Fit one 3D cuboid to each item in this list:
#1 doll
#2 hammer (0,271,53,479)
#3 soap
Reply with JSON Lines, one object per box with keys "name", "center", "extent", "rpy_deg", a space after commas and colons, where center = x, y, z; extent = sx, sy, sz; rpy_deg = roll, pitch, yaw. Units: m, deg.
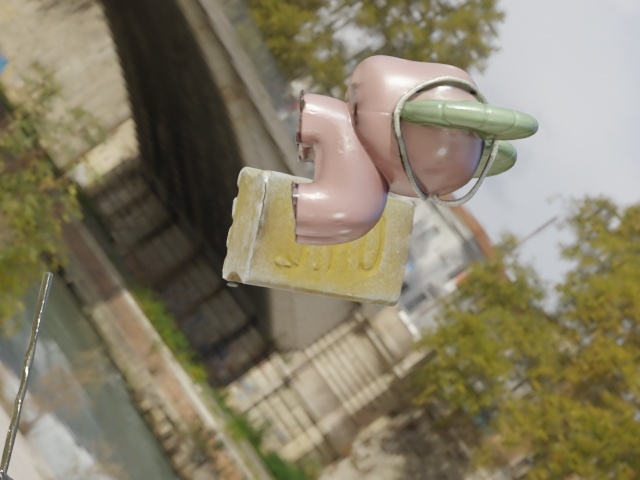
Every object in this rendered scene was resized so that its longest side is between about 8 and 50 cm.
{"name": "doll", "center": [0.105, -0.100, 1.529], "extent": [0.284, 0.269, 0.216], "rpy_deg": [81, 12, -81]}
{"name": "hammer", "center": [-0.362, 0.170, 1.616], "extent": [0.058, 0.029, 0.292], "rpy_deg": [83, 13, -64]}
{"name": "soap", "center": [0.000, 0.000, 1.950], "extent": [0.274, 0.173, 0.089], "rpy_deg": [10, 0, -35]}
